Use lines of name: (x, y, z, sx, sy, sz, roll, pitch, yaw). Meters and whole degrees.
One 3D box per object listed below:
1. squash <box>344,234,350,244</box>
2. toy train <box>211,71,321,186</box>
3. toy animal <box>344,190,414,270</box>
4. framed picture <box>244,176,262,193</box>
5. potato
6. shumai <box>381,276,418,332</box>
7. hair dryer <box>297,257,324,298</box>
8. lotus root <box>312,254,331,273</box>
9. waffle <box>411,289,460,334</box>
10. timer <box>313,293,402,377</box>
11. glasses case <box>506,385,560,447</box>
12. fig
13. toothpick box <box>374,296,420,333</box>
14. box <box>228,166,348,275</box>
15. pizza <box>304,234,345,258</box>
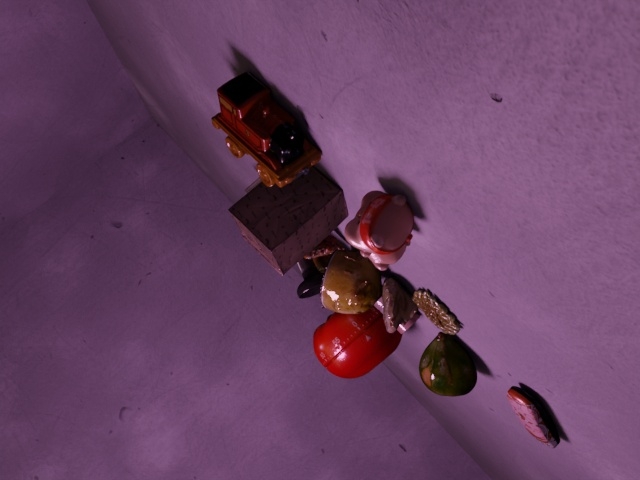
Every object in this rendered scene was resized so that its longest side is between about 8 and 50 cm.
squash: (0.143, 0.001, 1.625, 0.318, 0.080, 0.071, -158, 65, -63)
toy train: (-0.169, -0.319, 1.480, 0.369, 0.163, 0.231, 43, 160, 22)
toy animal: (0.151, -0.028, 1.276, 0.171, 0.171, 0.197, 43, 171, 21)
framed picture: (-0.136, -0.137, 2.092, 0.326, 0.028, 0.446, 47, 160, -10)
potato: (0.128, 0.160, 1.870, 0.196, 0.246, 0.300, 19, 180, 14)
shumai: (0.274, 0.224, 1.778, 0.201, 0.120, 0.201, -1, -90, -88)
hair dryer: (-0.126, 0.079, 1.970, 0.156, 0.284, 0.320, -40, 77, 42)
lotus root: (0.037, 0.087, 2.124, 0.260, 0.145, 0.128, 40, 132, 26)
waffle: (0.367, 0.229, 1.654, 0.183, 0.036, 0.169, 46, 167, 7)
timer: (0.155, 0.384, 2.098, 0.279, 0.378, 0.378, 48, 169, 12)
glasses case: (0.650, 0.540, 1.581, 0.266, 0.067, 0.103, 54, 169, -27)
fig: (0.432, 0.410, 1.761, 0.195, 0.195, 0.244, -155, 57, -63)
toothpick box: (0.281, 0.258, 1.916, 0.149, 0.098, 0.098, 47, 169, 10)
box: (-0.099, -0.082, 1.647, 0.225, 0.297, 0.190, 42, 168, 25)
pizza: (0.000, 0.000, 1.941, 0.201, 0.193, 0.053, -113, 35, -51)
